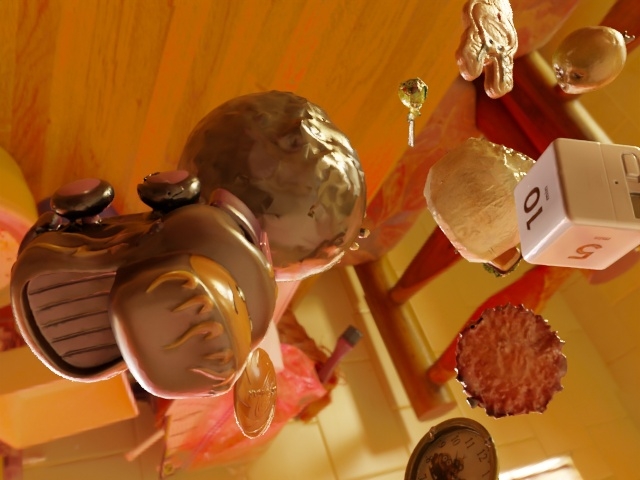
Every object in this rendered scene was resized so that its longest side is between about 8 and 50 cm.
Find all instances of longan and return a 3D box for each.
[{"bbox_3d":[-0.091,-0.105,1.176,0.391,0.391,0.391,-15,147,-10],"label":"longan"}]

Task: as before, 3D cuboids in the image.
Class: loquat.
[{"bbox_3d":[0.853,-0.572,1.841,0.246,0.213,0.213,-29,147,6],"label":"loquat"}]

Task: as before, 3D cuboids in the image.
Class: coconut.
[{"bbox_3d":[0.557,-0.157,1.994,0.405,0.404,0.404,-15,147,-10],"label":"coconut"}]

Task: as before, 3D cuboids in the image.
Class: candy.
[{"bbox_3d":[0.257,-0.346,1.643,0.077,0.073,0.262,-41,153,-15],"label":"candy"}]

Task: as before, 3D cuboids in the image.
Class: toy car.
[{"bbox_3d":[-0.222,0.076,0.733,0.341,0.240,0.271,-8,118,2],"label":"toy car"}]

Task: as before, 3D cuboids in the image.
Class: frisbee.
[{"bbox_3d":[-0.130,0.328,1.284,0.035,0.192,0.192,-5,153,22],"label":"frisbee"}]

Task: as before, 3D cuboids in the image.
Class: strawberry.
[{"bbox_3d":[0.384,0.258,1.236,0.234,0.234,0.178,-24,165,3],"label":"strawberry"}]

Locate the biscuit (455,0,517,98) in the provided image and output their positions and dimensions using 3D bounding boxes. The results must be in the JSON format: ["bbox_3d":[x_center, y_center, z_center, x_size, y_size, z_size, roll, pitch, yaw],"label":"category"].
[{"bbox_3d":[0.443,-0.534,1.542,0.202,0.334,0.047,27,153,-28],"label":"biscuit"}]

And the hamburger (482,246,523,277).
[{"bbox_3d":[0.641,0.060,2.147,0.137,0.166,0.087,-42,141,-6],"label":"hamburger"}]

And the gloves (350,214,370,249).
[{"bbox_3d":[-0.007,-0.004,1.649,0.301,0.152,0.197,-17,174,-4],"label":"gloves"}]

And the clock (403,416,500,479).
[{"bbox_3d":[0.269,0.473,1.188,0.057,0.237,0.237,39,118,-23],"label":"clock"}]

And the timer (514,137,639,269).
[{"bbox_3d":[0.529,-0.069,1.201,0.194,0.192,0.195,6,153,-7],"label":"timer"}]
